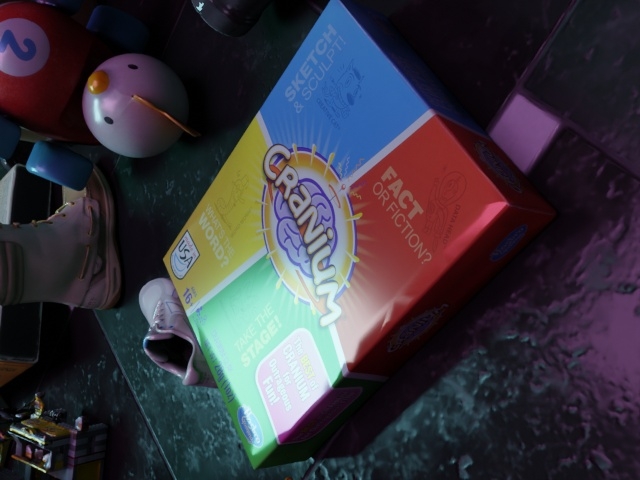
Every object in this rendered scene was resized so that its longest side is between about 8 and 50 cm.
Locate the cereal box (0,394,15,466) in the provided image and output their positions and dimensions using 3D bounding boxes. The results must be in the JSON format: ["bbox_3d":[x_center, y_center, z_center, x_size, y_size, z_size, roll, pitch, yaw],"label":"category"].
[{"bbox_3d":[-0.589,0.313,1.163,0.240,0.047,0.172,27,104,44],"label":"cereal box"}]

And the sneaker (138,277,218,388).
[{"bbox_3d":[-0.152,0.090,0.715,0.191,0.083,0.071,31,109,44],"label":"sneaker"}]

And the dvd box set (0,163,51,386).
[{"bbox_3d":[-0.552,0.109,1.089,0.420,0.062,0.307,-31,54,36],"label":"dvd box set"}]

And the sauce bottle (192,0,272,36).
[{"bbox_3d":[0.012,-0.298,0.564,0.344,0.111,0.111,-32,64,37],"label":"sauce bottle"}]

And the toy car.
[{"bbox_3d":[-0.236,-0.162,0.756,0.238,0.210,0.219,19,84,30],"label":"toy car"}]

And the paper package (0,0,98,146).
[{"bbox_3d":[-0.455,-0.312,0.901,0.168,0.310,0.324,-31,66,37],"label":"paper package"}]

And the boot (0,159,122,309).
[{"bbox_3d":[-0.342,-0.016,0.859,0.077,0.165,0.213,-33,64,39],"label":"boot"}]

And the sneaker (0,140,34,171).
[{"bbox_3d":[-0.508,-0.172,1.130,0.089,0.051,0.170,-29,61,40],"label":"sneaker"}]

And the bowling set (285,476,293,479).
[{"bbox_3d":[-0.009,0.347,0.528,0.287,0.154,0.199,59,144,30],"label":"bowling set"}]

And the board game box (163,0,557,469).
[{"bbox_3d":[0.000,0.000,0.580,0.316,0.064,0.242,-52,53,29],"label":"board game box"}]

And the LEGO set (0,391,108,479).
[{"bbox_3d":[-0.426,0.282,0.863,0.331,0.255,0.192,6,91,42],"label":"LEGO set"}]
